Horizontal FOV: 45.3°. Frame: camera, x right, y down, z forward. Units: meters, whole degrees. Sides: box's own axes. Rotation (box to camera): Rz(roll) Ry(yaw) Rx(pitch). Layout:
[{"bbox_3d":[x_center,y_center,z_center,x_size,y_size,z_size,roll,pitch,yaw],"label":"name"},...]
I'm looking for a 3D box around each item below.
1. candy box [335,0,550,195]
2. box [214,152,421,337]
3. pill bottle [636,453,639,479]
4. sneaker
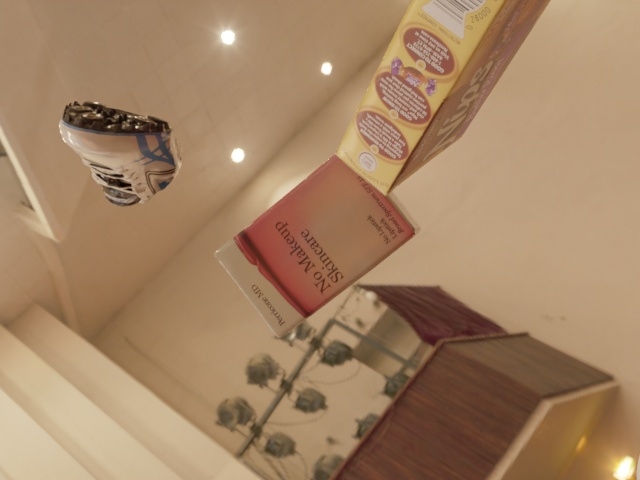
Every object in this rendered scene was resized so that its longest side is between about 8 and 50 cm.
[{"bbox_3d":[0.088,-0.124,0.490,0.109,0.053,0.186,-38,-17,-41],"label":"candy box"},{"bbox_3d":[0.000,0.000,1.041,0.232,0.148,0.127,-39,-3,11],"label":"box"},{"bbox_3d":[0.260,0.165,0.355,0.124,0.221,0.124,-5,-65,-10],"label":"pill bottle"},{"bbox_3d":[-0.175,-0.072,0.693,0.237,0.085,0.086,-167,92,-90],"label":"sneaker"}]
